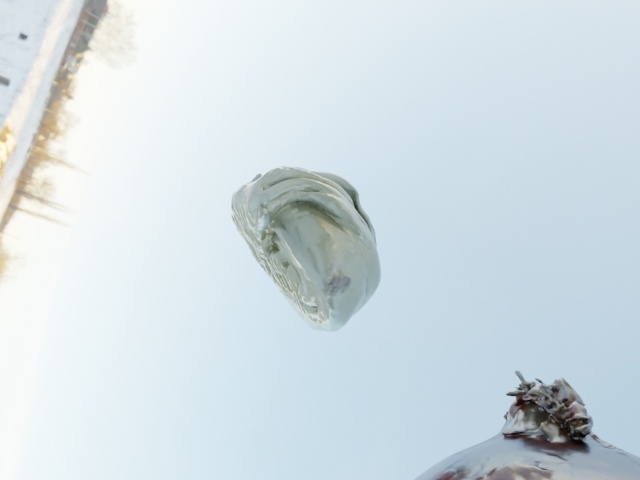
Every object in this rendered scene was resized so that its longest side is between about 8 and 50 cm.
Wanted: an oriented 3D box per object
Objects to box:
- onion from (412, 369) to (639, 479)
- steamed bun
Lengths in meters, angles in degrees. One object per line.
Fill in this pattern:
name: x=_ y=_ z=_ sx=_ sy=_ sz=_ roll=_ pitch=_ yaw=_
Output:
onion: x=0.211 y=0.262 z=0.458 sx=0.348 sy=0.348 sz=0.285 roll=-24 pitch=-128 yaw=47
steamed bun: x=-0.006 y=-0.009 z=0.948 sx=0.219 sy=0.309 sz=0.324 roll=-34 pitch=174 yaw=-15
